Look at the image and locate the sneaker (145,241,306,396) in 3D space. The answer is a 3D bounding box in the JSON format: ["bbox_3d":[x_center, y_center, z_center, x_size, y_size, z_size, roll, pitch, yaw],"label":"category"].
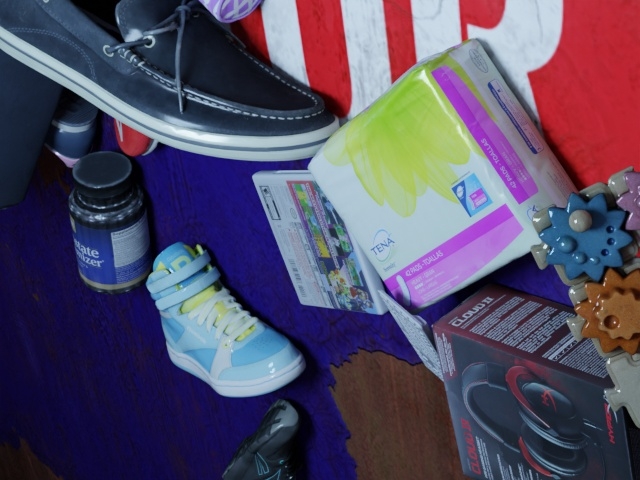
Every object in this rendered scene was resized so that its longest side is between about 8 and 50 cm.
[{"bbox_3d":[-0.160,0.109,1.936,0.319,0.127,0.208,10,126,50],"label":"sneaker"}]

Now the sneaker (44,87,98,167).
[{"bbox_3d":[-0.485,-0.236,2.105,0.319,0.112,0.131,43,143,26],"label":"sneaker"}]

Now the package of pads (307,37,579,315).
[{"bbox_3d":[0.124,-0.063,1.406,0.229,0.101,0.296,56,149,3],"label":"package of pads"}]

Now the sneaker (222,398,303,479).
[{"bbox_3d":[-0.069,0.337,2.060,0.106,0.101,0.267,33,146,-1],"label":"sneaker"}]

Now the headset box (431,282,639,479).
[{"bbox_3d":[0.257,0.187,1.426,0.293,0.110,0.218,18,131,47],"label":"headset box"}]

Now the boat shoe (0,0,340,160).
[{"bbox_3d":[-0.196,-0.238,1.588,0.500,0.187,0.156,28,121,20],"label":"boat shoe"}]

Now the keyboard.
[{"bbox_3d":[0.124,0.127,1.547,0.072,0.014,0.256,34,169,28],"label":"keyboard"}]

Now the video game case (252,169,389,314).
[{"bbox_3d":[0.000,0.000,1.713,0.183,0.023,0.201,4,119,54],"label":"video game case"}]

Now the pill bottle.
[{"bbox_3d":[-0.338,-0.029,2.066,0.123,0.123,0.219,35,142,34],"label":"pill bottle"}]

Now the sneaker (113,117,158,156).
[{"bbox_3d":[-0.293,-0.232,1.830,0.107,0.118,0.279,37,142,34],"label":"sneaker"}]

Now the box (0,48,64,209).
[{"bbox_3d":[-0.618,-0.346,1.904,0.472,0.297,0.480,43,127,21],"label":"box"}]

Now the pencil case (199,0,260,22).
[{"bbox_3d":[-0.150,-0.356,1.562,0.206,0.086,0.088,47,121,16],"label":"pencil case"}]

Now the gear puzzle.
[{"bbox_3d":[0.335,0.093,1.203,0.175,0.044,0.339,-26,96,15],"label":"gear puzzle"}]
